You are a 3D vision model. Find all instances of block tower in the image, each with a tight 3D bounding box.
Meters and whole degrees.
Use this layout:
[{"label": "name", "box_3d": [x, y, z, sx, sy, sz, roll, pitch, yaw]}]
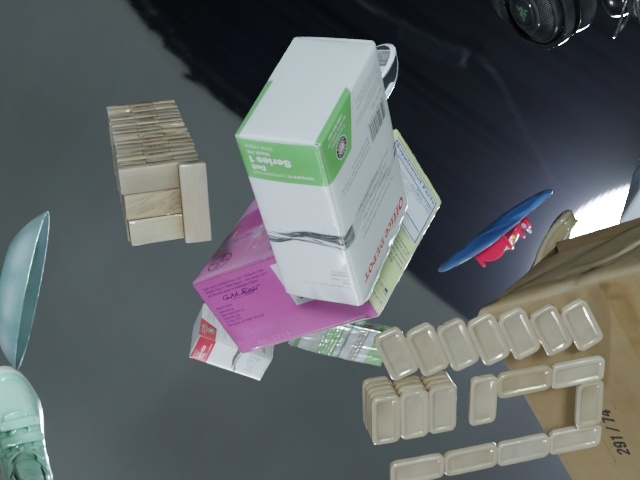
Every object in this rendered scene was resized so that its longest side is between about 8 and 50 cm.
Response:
[{"label": "block tower", "box_3d": [-0.198, -0.089, 1.446, 0.335, 0.097, 0.091, -127, -149, -67]}]

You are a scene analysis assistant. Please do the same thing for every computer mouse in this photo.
[{"label": "computer mouse", "box_3d": [0.073, -0.207, 1.844, 0.042, 0.106, 0.193, 33, 79, -34]}]

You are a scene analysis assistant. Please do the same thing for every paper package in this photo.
[{"label": "paper package", "box_3d": [0.385, 0.145, 1.334, 0.168, 0.325, 0.309, -35, -172, -36]}]

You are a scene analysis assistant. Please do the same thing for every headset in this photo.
[{"label": "headset", "box_3d": [0.371, -0.382, 1.697, 0.243, 0.185, 0.394, -20, -152, -1]}]

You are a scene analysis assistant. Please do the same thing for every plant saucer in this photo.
[{"label": "plant saucer", "box_3d": [-0.362, 0.057, 1.463, 0.195, 0.037, 0.195, -170, -90, -81]}]

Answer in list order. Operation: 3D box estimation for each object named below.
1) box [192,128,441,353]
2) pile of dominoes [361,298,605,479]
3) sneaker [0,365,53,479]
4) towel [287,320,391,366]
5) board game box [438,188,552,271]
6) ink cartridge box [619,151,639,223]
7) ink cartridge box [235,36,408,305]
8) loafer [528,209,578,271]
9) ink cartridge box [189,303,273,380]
[{"label": "box", "box_3d": [0.000, 0.000, 1.499, 0.213, 0.117, 0.243, -18, -156, 36]}, {"label": "pile of dominoes", "box_3d": [0.168, 0.146, 1.247, 0.251, 0.040, 0.196, -9, 120, -11]}, {"label": "sneaker", "box_3d": [-0.478, 0.334, 1.989, 0.094, 0.256, 0.151, -15, -169, -24]}, {"label": "towel", "box_3d": [0.035, 0.145, 1.862, 0.113, 0.152, 0.023, 115, -14, -56]}, {"label": "board game box", "box_3d": [0.221, 0.000, 1.476, 0.168, 0.033, 0.133, -38, -177, -22]}, {"label": "ink cartridge box", "box_3d": [0.491, -0.208, 1.424, 0.308, 0.091, 0.385, -51, 167, -57]}, {"label": "ink cartridge box", "box_3d": [0.009, -0.066, 1.216, 0.219, 0.092, 0.160, 75, 31, -43]}, {"label": "loafer", "box_3d": [0.300, 0.028, 1.568, 0.056, 0.050, 0.148, -46, 159, -58]}, {"label": "ink cartridge box", "box_3d": [-0.155, 0.178, 2.143, 0.099, 0.135, 0.056, -90, -157, -58]}]
